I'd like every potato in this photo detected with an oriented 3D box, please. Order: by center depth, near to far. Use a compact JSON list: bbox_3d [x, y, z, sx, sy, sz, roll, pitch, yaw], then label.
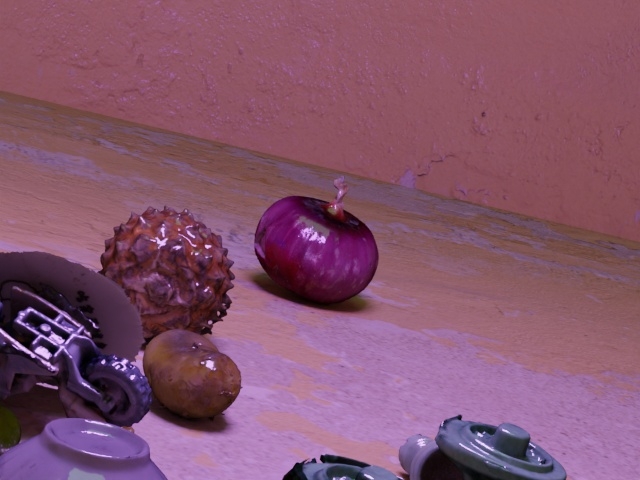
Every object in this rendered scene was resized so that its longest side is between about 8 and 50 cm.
[{"bbox_3d":[-0.129,0.136,1.704,0.091,0.070,0.138,5,11,-21],"label":"potato"}]

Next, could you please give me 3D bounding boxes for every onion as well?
[{"bbox_3d":[-0.004,0.010,2.344,0.177,0.153,0.177,23,41,-22],"label":"onion"}]

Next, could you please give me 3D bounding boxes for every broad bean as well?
[{"bbox_3d":[-0.285,0.168,1.394,0.061,0.046,0.195,20,13,16],"label":"broad bean"}]

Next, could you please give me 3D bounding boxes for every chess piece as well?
[{"bbox_3d":[0.109,0.217,1.637,0.067,0.067,0.103,12,2,-13],"label":"chess piece"}]

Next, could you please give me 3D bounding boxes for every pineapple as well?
[{"bbox_3d":[-0.174,0.037,1.947,0.166,0.166,0.193,14,11,-4],"label":"pineapple"}]

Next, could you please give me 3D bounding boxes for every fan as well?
[{"bbox_3d":[-0.325,0.081,1.615,0.329,0.191,0.009,-1,44,13],"label":"fan"}]

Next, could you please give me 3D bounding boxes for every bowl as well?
[{"bbox_3d":[-0.179,0.190,1.308,0.189,0.086,0.189,15,11,-3],"label":"bowl"}]

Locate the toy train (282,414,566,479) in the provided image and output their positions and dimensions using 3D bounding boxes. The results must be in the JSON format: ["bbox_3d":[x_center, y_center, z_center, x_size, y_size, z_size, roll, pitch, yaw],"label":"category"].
[{"bbox_3d":[0.126,0.258,1.154,0.272,0.179,0.442,26,13,25],"label":"toy train"}]

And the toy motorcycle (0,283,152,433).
[{"bbox_3d":[-0.260,0.116,1.551,0.229,0.130,0.094,29,36,8],"label":"toy motorcycle"}]
